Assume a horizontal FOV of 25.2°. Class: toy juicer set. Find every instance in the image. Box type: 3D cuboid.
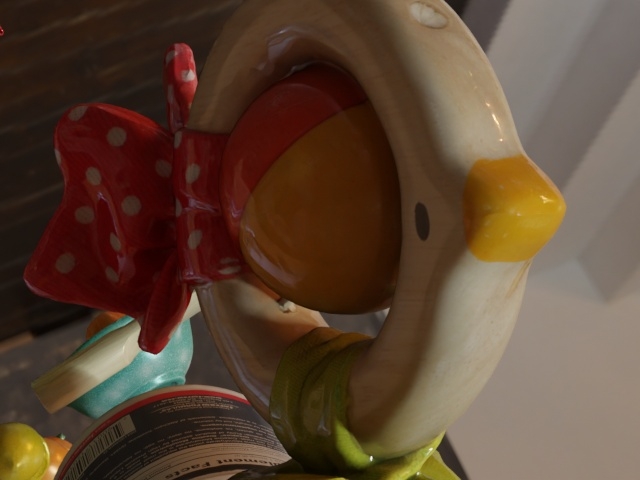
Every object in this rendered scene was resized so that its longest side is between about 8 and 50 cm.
[{"bbox_3d":[-0.193,0.114,1.186,0.209,0.089,0.329,-26,160,-28],"label":"toy juicer set"}]

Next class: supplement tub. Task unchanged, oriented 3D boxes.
[{"bbox_3d":[-0.065,0.211,0.871,0.191,0.191,0.272,-23,-164,-9],"label":"supplement tub"}]

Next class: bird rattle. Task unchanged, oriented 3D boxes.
[{"bbox_3d":[0.000,0.000,0.496,0.143,0.253,0.207,4,133,-29],"label":"bird rattle"}]

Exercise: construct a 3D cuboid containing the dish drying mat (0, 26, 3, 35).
[{"bbox_3d":[-0.284,-0.169,1.108,0.083,0.008,0.032,-1,132,30],"label":"dish drying mat"}]
